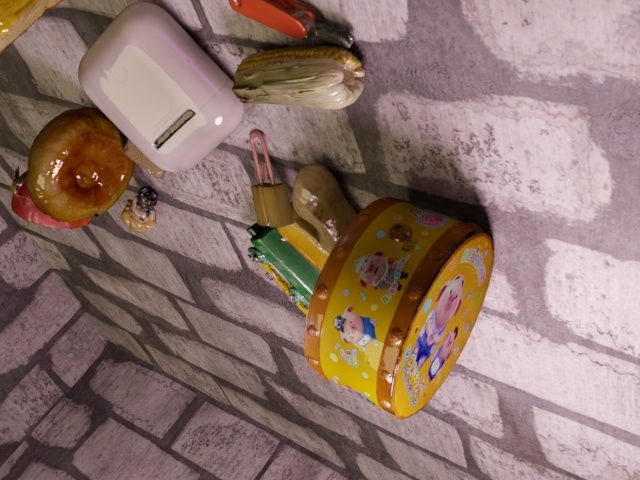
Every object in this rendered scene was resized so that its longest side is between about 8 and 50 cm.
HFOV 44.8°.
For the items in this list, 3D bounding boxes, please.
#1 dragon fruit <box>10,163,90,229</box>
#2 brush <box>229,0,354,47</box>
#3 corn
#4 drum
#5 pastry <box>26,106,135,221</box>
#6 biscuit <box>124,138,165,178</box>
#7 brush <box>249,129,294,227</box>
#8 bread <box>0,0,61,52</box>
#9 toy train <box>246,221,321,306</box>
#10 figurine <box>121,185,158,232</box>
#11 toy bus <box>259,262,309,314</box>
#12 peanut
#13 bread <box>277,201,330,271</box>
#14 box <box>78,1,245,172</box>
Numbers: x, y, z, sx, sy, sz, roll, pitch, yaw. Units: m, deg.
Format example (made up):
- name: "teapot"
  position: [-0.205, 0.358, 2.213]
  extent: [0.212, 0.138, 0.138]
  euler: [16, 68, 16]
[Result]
- name: "dragon fruit"
  position: [-0.907, -0.169, 2.647]
  extent: [0.290, 0.290, 0.189]
  euler: [29, 117, 19]
- name: "brush"
  position: [-0.078, -0.422, 1.428]
  extent: [0.323, 0.051, 0.070]
  euler: [28, 149, 21]
- name: "corn"
  position: [-0.049, -0.307, 1.488]
  extent: [0.305, 0.123, 0.122]
  euler: [11, 145, 47]
- name: "drum"
  position: [0.166, 0.135, 1.582]
  extent: [0.214, 0.431, 0.431]
  euler: [24, 150, 26]
- name: "pastry"
  position: [-0.688, -0.214, 2.226]
  extent: [0.163, 0.356, 0.356]
  euler: [35, 155, 30]
- name: "biscuit"
  position: [-0.422, -0.289, 2.034]
  extent: [0.144, 0.078, 0.426]
  euler: [41, 154, -5]
- name: "brush"
  position: [-0.128, -0.149, 1.853]
  extent: [0.103, 0.047, 0.234]
  euler: [6, 110, 54]
- name: "bread"
  position: [-0.676, -0.605, 1.597]
  extent: [0.333, 0.324, 0.143]
  euler: [47, 153, -12]
- name: "toy train"
  position: [-0.065, 0.059, 2.059]
  extent: [0.301, 0.120, 0.202]
  euler: [46, 160, -12]
- name: "figurine"
  position: [-0.570, -0.099, 2.494]
  extent: [0.114, 0.108, 0.196]
  euler: [24, 150, -15]
- name: "toy bus"
  position: [-0.079, 0.116, 2.225]
  extent: [0.074, 0.081, 0.226]
  euler: [-4, 131, 52]
- name: "peanut"
  position: [0.012, -0.060, 1.799]
  extent: [0.125, 0.111, 0.275]
  euler: [-5, 130, 34]
- name: "bread"
  position: [0.000, 0.000, 1.933]
  extent: [0.245, 0.102, 0.094]
  euler: [39, 147, -4]
- name: "box"
  position: [-0.358, -0.335, 1.739]
  extent: [0.288, 0.141, 0.349]
  euler: [-35, 106, 32]
